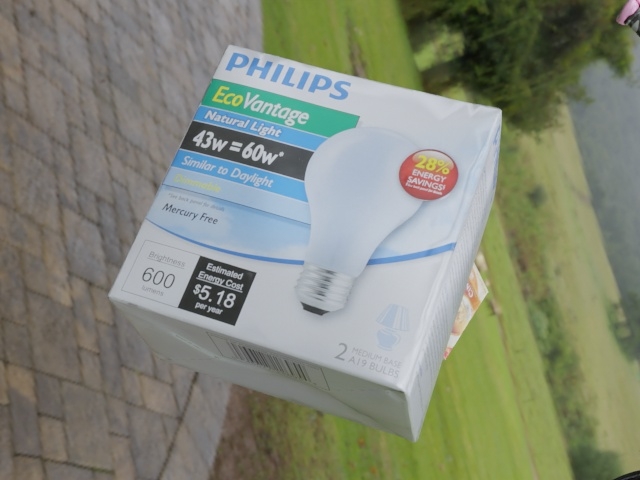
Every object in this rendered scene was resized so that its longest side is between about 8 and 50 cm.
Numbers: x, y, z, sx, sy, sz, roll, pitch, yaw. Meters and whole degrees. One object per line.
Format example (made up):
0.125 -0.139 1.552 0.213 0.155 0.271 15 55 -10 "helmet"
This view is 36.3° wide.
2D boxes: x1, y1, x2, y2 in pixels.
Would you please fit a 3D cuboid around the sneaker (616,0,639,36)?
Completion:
0.379 -0.257 1.058 0.057 0.119 0.047 50 -11 15 "sneaker"

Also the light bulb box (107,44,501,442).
0.000 0.000 1.184 0.225 0.358 0.361 76 32 -64 "light bulb box"

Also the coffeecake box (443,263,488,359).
0.201 0.093 1.690 0.185 0.068 0.142 -50 121 -39 "coffeecake box"

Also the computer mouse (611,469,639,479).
0.415 0.298 1.021 0.262 0.184 0.060 39 31 -34 "computer mouse"
